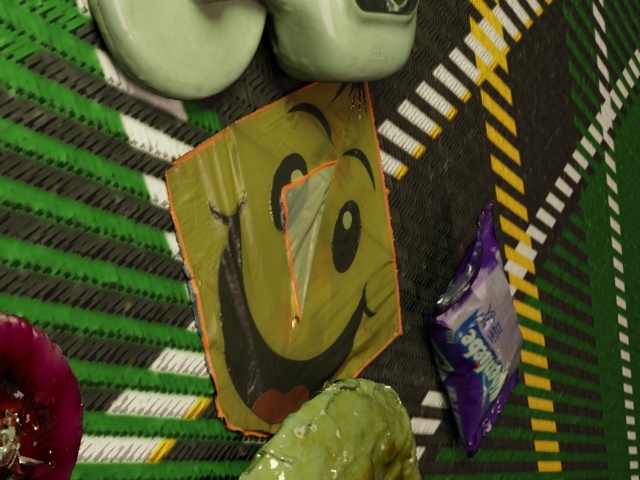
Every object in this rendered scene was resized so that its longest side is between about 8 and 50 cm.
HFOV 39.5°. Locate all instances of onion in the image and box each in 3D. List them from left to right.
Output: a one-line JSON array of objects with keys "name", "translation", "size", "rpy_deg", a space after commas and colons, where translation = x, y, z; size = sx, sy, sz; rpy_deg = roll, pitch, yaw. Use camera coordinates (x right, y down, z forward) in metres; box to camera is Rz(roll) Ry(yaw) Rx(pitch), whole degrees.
[{"name": "onion", "translation": [-0.158, 0.087, 0.399], "size": [0.115, 0.104, 0.115], "rpy_deg": [4, 84, -39]}]

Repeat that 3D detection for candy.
[{"name": "candy", "translation": [0.171, 0.105, 0.960], "size": [0.145, 0.070, 0.275], "rpy_deg": [-50, 139, -33]}]

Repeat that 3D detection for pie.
[{"name": "pie", "translation": [0.008, 0.248, 0.711], "size": [0.306, 0.071, 0.306], "rpy_deg": [-29, 125, -53]}]

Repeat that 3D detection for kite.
[{"name": "kite", "translation": [-0.002, 0.000, 0.721], "size": [0.377, 0.013, 0.327], "rpy_deg": [32, 67, -54]}]

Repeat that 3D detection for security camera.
[{"name": "security camera", "translation": [-0.027, -0.177, 0.598], "size": [0.301, 0.080, 0.157], "rpy_deg": [-17, 109, -53]}]
